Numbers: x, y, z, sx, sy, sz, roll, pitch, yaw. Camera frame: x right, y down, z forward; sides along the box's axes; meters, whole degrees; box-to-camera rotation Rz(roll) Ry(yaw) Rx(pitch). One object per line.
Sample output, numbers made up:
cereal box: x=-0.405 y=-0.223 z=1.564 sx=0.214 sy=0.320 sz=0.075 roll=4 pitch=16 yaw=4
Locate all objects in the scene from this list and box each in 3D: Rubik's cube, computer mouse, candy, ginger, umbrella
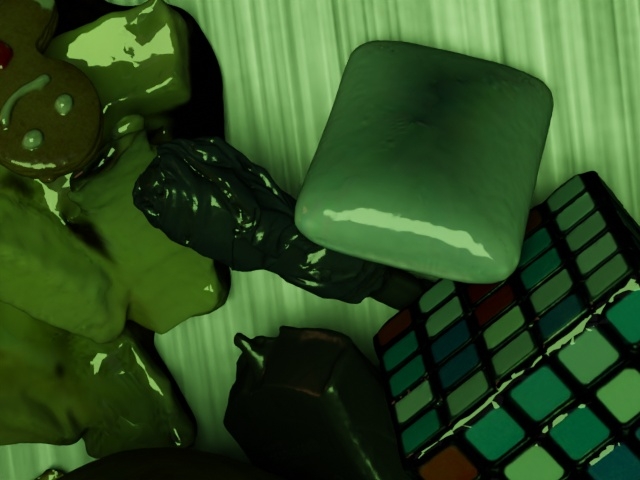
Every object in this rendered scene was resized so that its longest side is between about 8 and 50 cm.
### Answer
Rubik's cube: x=0.161 y=0.098 z=1.187 sx=0.182 sy=0.187 sz=0.184 roll=-40 pitch=108 yaw=12
computer mouse: x=0.034 y=0.156 z=1.278 sx=0.264 sy=0.088 sz=0.147 roll=55 pitch=145 yaw=-10
candy: x=0.068 y=-0.051 z=1.214 sx=0.138 sy=0.174 sz=0.071 roll=14 pitch=137 yaw=5
ginger: x=-0.227 y=0.005 z=1.238 sx=0.358 sy=0.211 sz=0.413 roll=24 pitch=101 yaw=2
umbrella: x=-0.004 y=0.007 z=1.225 sx=0.248 sy=0.071 sz=0.071 roll=28 pitch=104 yaw=-29

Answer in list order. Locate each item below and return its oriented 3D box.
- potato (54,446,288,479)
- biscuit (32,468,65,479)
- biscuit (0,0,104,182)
potato: x=-0.102 y=0.206 z=1.194 sx=0.330 sy=0.280 sz=0.212 roll=-7 pitch=106 yaw=-13
biscuit: x=-0.180 y=0.271 z=1.368 sx=0.144 sy=0.016 sz=0.203 roll=-35 pitch=92 yaw=12
biscuit: x=-0.215 y=-0.110 z=1.170 sx=0.205 sy=0.031 sz=0.138 roll=37 pitch=66 yaw=12
